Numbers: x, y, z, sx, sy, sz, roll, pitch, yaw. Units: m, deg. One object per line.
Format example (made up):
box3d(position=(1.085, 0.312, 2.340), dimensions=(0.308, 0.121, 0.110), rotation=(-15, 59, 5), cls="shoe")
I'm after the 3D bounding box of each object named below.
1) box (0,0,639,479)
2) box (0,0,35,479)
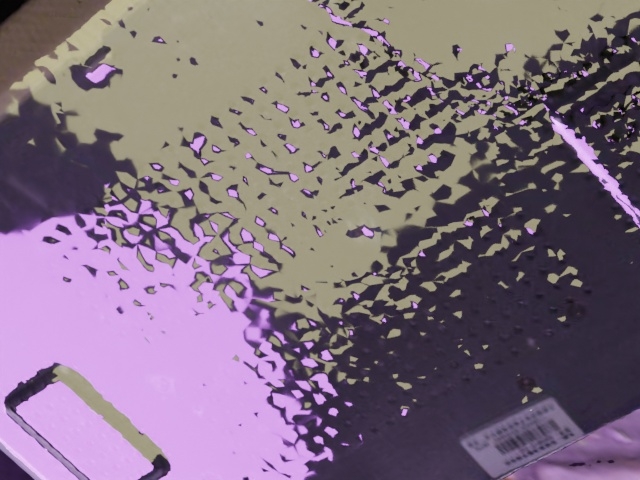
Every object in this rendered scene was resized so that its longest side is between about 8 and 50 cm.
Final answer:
box3d(position=(0.000, 0.000, 0.415), dimensions=(0.270, 0.045, 0.211), rotation=(-31, 112, 30), cls="box")
box3d(position=(-0.183, 0.006, 0.621), dimensions=(0.350, 0.091, 0.359), rotation=(26, 145, 6), cls="box")
